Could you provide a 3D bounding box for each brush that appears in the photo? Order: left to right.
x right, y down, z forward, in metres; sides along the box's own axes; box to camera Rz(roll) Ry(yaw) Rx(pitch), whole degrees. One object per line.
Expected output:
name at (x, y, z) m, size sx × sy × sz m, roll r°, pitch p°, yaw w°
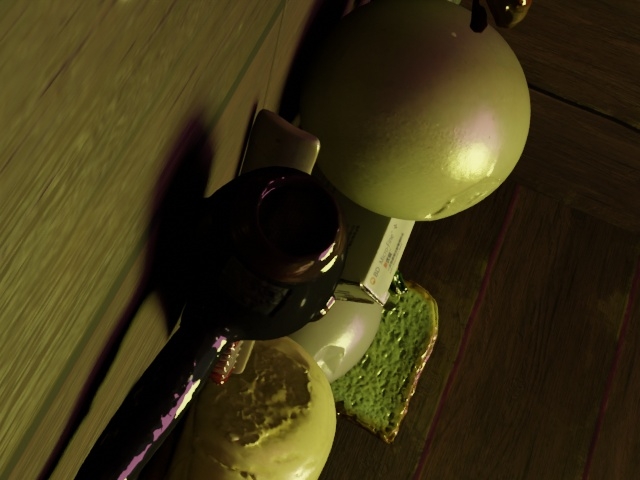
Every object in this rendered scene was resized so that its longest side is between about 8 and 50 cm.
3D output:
brush at (-0.070, 0.022, 0.951) m, size 0.050 × 0.060 × 0.321 m, roll -49°, pitch 165°, yaw -44°

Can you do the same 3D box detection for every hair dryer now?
hair dryer at (-0.122, 0.114, 0.739) m, size 0.359 × 0.120 × 0.304 m, roll -54°, pitch -174°, yaw -27°

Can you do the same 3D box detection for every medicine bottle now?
medicine bottle at (0.022, -0.029, 1.204) m, size 0.052 × 0.171 × 0.201 m, roll 51°, pitch 53°, yaw -45°

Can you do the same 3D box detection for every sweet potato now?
sweet potato at (-0.173, 0.242, 1.115) m, size 0.026 × 0.026 × 0.115 m, roll 107°, pitch 5°, yaw -65°

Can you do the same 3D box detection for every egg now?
egg at (-0.010, 0.102, 1.456) m, size 0.232 × 0.176 × 0.176 m, roll -60°, pitch 173°, yaw -41°
egg at (0.094, -0.128, 1.055) m, size 0.269 × 0.219 × 0.219 m, roll 15°, pitch 100°, yaw -53°

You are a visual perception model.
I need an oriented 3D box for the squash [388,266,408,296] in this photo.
squash at (0.049, -0.042, 1.422) m, size 0.066 × 0.066 × 0.252 m, roll 100°, pitch -28°, yaw -77°

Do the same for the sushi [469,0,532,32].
sushi at (0.104, -0.283, 0.571) m, size 0.196 × 0.182 × 0.343 m, roll -51°, pitch 162°, yaw -54°

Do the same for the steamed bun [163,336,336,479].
steamed bun at (-0.083, 0.243, 1.226) m, size 0.273 × 0.166 × 0.232 m, roll -74°, pitch -176°, yaw -58°

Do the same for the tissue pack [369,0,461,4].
tissue pack at (0.164, -0.405, 1.202) m, size 0.245 × 0.123 × 0.332 m, roll -67°, pitch 178°, yaw -57°

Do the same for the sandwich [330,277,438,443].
sandwich at (0.031, 0.148, 1.642) m, size 0.095 × 0.273 × 0.249 m, roll 98°, pitch 14°, yaw -79°
